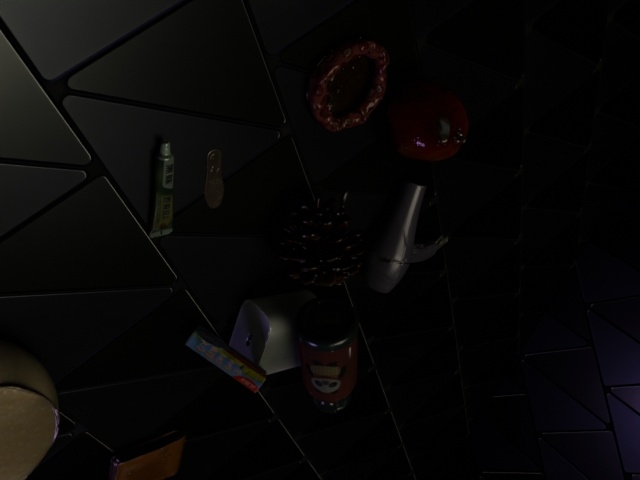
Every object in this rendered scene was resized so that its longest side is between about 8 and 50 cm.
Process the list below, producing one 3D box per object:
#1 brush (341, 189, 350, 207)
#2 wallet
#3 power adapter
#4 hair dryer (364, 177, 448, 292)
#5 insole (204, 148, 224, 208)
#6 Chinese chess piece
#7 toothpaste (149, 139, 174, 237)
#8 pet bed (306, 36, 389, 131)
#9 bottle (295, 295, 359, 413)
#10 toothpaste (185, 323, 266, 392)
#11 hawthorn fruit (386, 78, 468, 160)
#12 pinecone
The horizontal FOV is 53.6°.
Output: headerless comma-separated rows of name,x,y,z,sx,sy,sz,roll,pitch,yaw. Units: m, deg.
brush,0.055,-0.084,1.528,0.024,0.008,0.083,-10,128,-44
wallet,-0.431,0.554,1.570,0.195,0.042,0.161,-13,135,-41
power adapter,-0.081,0.222,1.566,0.255,0.124,0.187,-7,127,-43
hair dryer,0.265,-0.014,1.753,0.361,0.121,0.301,-1,114,-56
insole,-0.207,-0.119,1.238,0.045,0.002,0.135,-20,134,-33
Chinese chess piece,-0.627,0.326,1.090,0.338,0.140,0.338,-26,138,-26
toothpaste,-0.288,-0.091,1.158,0.049,0.031,0.204,-17,135,-35
pet bed,0.058,-0.315,1.295,0.201,0.053,0.201,-24,139,-23
bottle,0.024,0.287,1.509,0.144,0.144,0.336,-31,141,-23
toothpaste,-0.211,0.268,1.418,0.044,0.193,0.070,-53,-173,6
hawthorn fruit,0.249,-0.261,1.413,0.185,0.202,0.185,-19,127,-28
pinecone,0.000,0.000,1.402,0.207,0.207,0.208,-27,138,-27
